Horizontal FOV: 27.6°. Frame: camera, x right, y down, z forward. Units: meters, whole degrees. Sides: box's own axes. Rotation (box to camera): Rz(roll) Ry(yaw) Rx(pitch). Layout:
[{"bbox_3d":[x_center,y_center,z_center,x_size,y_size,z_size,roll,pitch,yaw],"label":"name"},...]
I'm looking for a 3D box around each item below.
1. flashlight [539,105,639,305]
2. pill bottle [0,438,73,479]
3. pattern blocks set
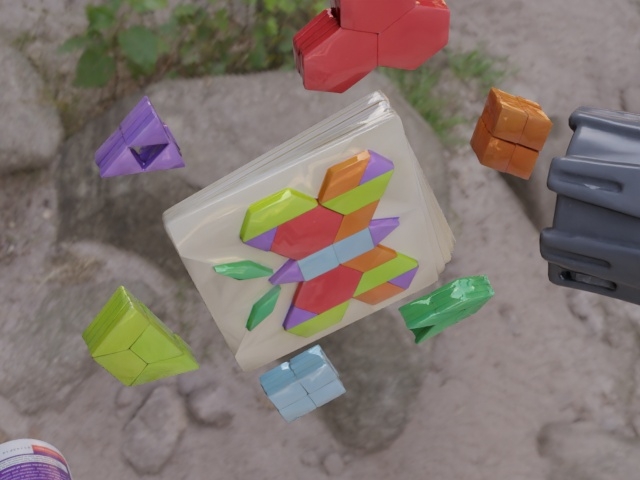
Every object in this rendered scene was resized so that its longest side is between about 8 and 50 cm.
[{"bbox_3d":[0.258,-0.002,0.598,0.304,0.103,0.103,15,71,24],"label":"flashlight"},{"bbox_3d":[-0.283,0.294,1.289,0.108,0.108,0.193,2,27,-25],"label":"pill bottle"},{"bbox_3d":[0.000,0.000,0.731,0.325,0.285,0.026,43,16,-54],"label":"pattern blocks set"}]
